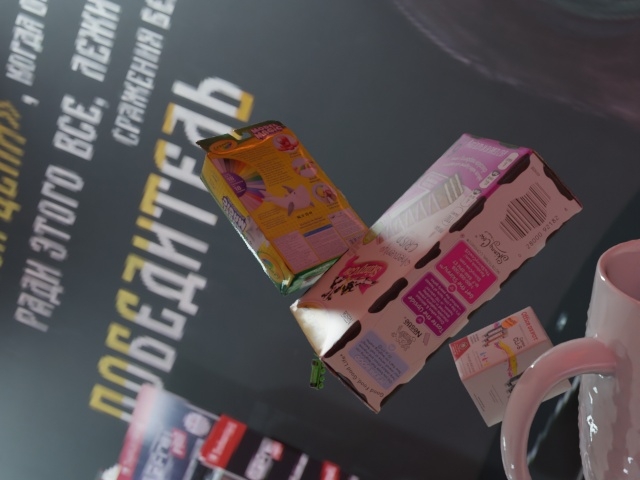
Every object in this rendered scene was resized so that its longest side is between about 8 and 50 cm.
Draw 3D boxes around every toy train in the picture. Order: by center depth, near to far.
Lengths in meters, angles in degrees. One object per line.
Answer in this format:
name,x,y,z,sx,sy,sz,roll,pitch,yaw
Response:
toy train,-0.004,0.207,1.583,0.017,0.023,0.083,20,105,52

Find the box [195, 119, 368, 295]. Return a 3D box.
box,-0.040,-0.039,0.928,0.105,0.179,0.043,-20,-26,-33

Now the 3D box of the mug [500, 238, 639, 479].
mug,0.372,0.197,1.030,0.276,0.374,0.328,-124,34,-66

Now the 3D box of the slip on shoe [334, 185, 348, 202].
slip on shoe,0.000,0.000,1.289,0.123,0.101,0.331,-30,-18,10

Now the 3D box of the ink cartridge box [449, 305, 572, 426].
ink cartridge box,0.355,0.234,1.788,0.176,0.127,0.128,-27,25,9

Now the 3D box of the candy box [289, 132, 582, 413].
candy box,0.088,0.018,0.813,0.233,0.071,0.159,-46,16,0
